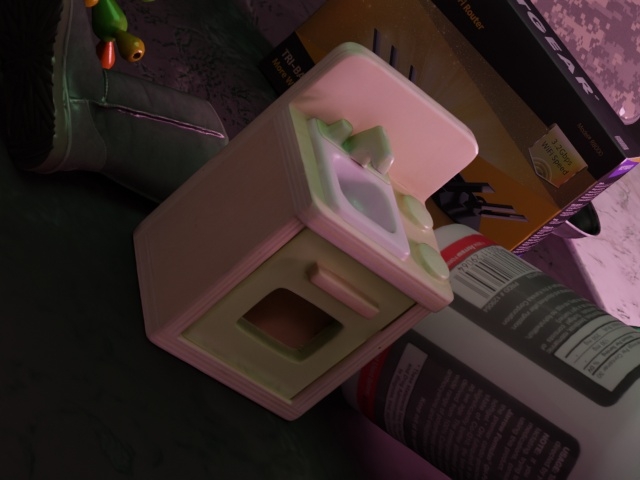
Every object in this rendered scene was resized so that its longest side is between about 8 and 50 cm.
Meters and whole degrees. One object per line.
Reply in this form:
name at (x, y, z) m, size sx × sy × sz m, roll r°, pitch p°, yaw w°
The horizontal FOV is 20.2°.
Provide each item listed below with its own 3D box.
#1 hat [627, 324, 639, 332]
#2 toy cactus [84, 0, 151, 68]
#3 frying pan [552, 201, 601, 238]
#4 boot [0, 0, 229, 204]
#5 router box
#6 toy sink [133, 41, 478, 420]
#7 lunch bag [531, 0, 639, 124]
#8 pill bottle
hat at (0.269, 0.174, 1.814) m, size 0.173 × 0.183 × 0.208 m, roll 35°, pitch 67°, yaw -17°
toy cactus at (-0.215, -0.232, 1.459) m, size 0.180 × 0.112 × 0.219 m, roll 19°, pitch 58°, yaw -12°
frying pan at (0.273, -0.100, 2.214) m, size 0.197 × 0.053 × 0.326 m, roll 46°, pitch 21°, yaw -10°
boot at (-0.150, -0.118, 1.370) m, size 0.208 × 0.076 × 0.190 m, roll 7°, pitch 83°, yaw -50°
router box at (0.123, -0.126, 1.723) m, size 0.309 × 0.243 × 0.081 m, roll 54°, pitch 22°, yaw 12°
toy sink at (0.000, 0.000, 1.307) m, size 0.152 × 0.234 × 0.131 m, roll 34°, pitch 27°, yaw -35°
lunch bag at (0.244, -0.271, 2.191) m, size 0.305 × 0.213 × 0.256 m, roll 28°, pitch -13°, yaw -37°
pill bottle at (0.185, 0.136, 1.379) m, size 0.318 × 0.176 × 0.176 m, roll 34°, pitch 14°, yaw 27°
